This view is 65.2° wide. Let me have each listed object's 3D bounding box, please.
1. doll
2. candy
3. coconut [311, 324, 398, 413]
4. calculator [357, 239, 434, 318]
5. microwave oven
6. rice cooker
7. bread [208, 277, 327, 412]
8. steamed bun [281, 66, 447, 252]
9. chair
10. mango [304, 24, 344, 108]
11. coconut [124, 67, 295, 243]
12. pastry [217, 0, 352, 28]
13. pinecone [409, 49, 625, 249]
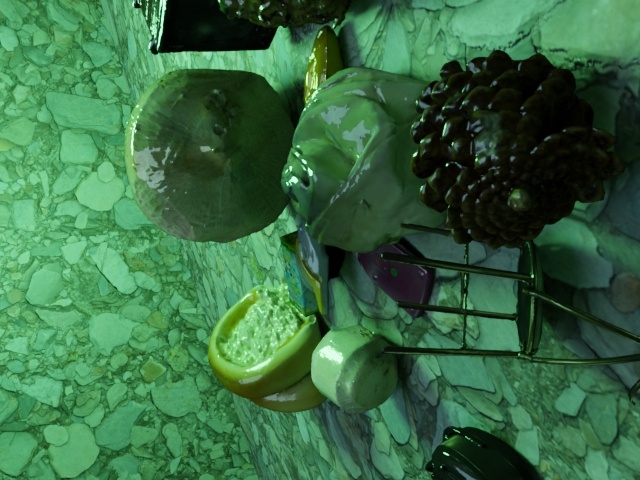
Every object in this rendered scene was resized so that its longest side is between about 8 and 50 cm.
[{"bbox_3d":[-0.001,0.002,1.061,0.145,0.103,0.316,41,135,55],"label":"doll"},{"bbox_3d":[-0.044,0.082,1.241,0.097,0.062,0.194,32,135,53],"label":"candy"},{"bbox_3d":[0.063,0.252,1.023,0.183,0.171,0.170,25,128,55],"label":"coconut"},{"bbox_3d":[0.127,0.044,0.905,0.190,0.034,0.126,47,143,40],"label":"calculator"},{"bbox_3d":[-0.205,-0.464,0.937,0.188,0.248,0.178,66,150,15],"label":"microwave oven"},{"bbox_3d":[0.249,0.368,0.782,0.165,0.107,0.112,19,127,47],"label":"rice cooker"},{"bbox_3d":[-0.131,0.287,1.411,0.245,0.328,0.424,38,171,-30],"label":"bread"},{"bbox_3d":[0.042,-0.118,0.772,0.268,0.207,0.280,25,126,58],"label":"steamed bun"},{"bbox_3d":[0.240,0.072,0.583,0.326,0.170,0.159,3,111,17],"label":"chair"},{"bbox_3d":[0.008,-0.285,0.899,0.101,0.066,0.187,-134,40,-57],"label":"mango"},{"bbox_3d":[-0.225,-0.183,1.079,0.404,0.405,0.404,43,142,47],"label":"coconut"},{"bbox_3d":[-0.064,-0.408,0.743,0.275,0.192,0.275,38,171,7],"label":"pastry"},{"bbox_3d":[0.185,-0.107,0.525,0.168,0.186,0.212,72,-171,-65],"label":"pinecone"}]
